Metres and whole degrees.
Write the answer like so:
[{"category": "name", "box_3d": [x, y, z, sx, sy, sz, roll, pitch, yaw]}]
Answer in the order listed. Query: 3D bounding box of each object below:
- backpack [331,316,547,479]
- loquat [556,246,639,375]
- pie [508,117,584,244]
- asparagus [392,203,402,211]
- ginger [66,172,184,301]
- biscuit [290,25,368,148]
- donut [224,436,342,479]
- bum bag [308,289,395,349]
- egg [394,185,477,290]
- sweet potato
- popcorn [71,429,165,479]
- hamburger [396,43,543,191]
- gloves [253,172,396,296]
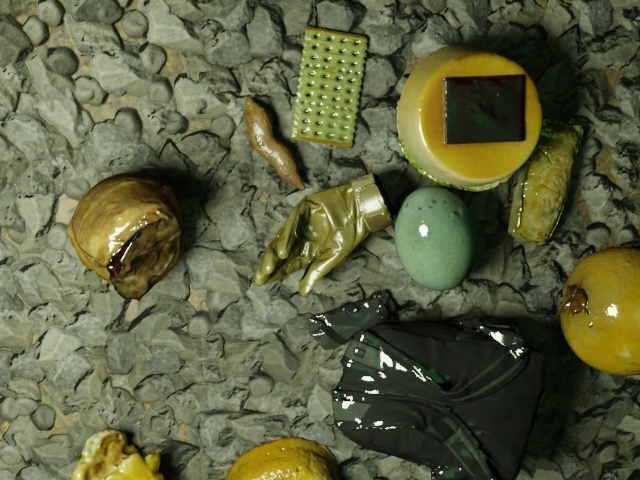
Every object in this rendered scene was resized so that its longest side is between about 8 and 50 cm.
[{"category": "backpack", "box_3d": [0.240, 0.326, 1.495, 0.445, 0.255, 0.363, 10, 95, -6]}, {"category": "loquat", "box_3d": [0.633, 0.148, 1.502, 0.275, 0.275, 0.275, -1, 100, -7]}, {"category": "pie", "box_3d": [0.484, -0.131, 1.536, 0.128, 0.068, 0.282, 12, 94, -10]}, {"category": "asparagus", "box_3d": [0.117, -0.073, 1.522, 0.233, 0.022, 0.023, 6, 143, -10]}, {"category": "ginger", "box_3d": [-0.365, -0.030, 1.350, 0.223, 0.269, 0.200, 43, 67, 17]}, {"category": "biscuit", "box_3d": [0.020, -0.314, 1.471, 0.139, 0.016, 0.231, 8, 99, -7]}, {"category": "donut", "box_3d": [-0.078, 0.578, 1.568, 0.277, 0.108, 0.277, -1, 101, -7]}, {"category": "bum bag", "box_3d": [0.071, 0.176, 1.546, 0.197, 0.049, 0.087, -19, 99, -3]}, {"category": "egg", "box_3d": [0.237, -0.003, 1.467, 0.169, 0.169, 0.236, -19, 127, -4]}, {"category": "sweet potato", "box_3d": [-0.099, -0.189, 1.458, 0.065, 0.051, 0.218, -31, 102, -3]}, {"category": "popcorn", "box_3d": [-0.424, 0.518, 1.487, 0.191, 0.190, 0.253, -11, 91, -36]}, {"category": "hamburger", "box_3d": [0.293, -0.243, 1.434, 0.300, 0.176, 0.300, -1, 100, -5]}, {"category": "gloves", "box_3d": [-0.003, -0.010, 1.453, 0.331, 0.141, 0.154, -31, 135, 3]}]
